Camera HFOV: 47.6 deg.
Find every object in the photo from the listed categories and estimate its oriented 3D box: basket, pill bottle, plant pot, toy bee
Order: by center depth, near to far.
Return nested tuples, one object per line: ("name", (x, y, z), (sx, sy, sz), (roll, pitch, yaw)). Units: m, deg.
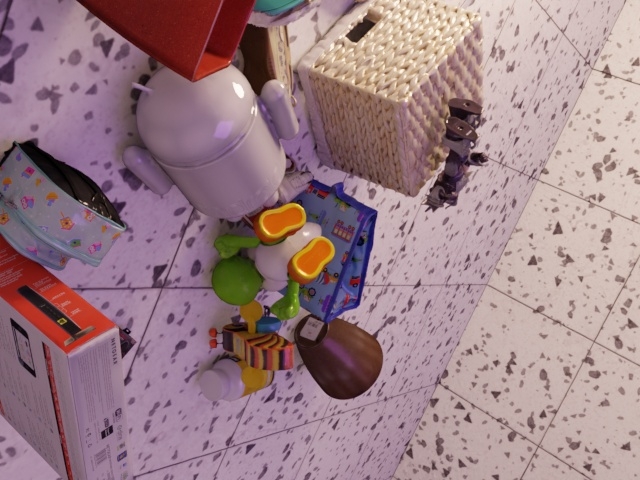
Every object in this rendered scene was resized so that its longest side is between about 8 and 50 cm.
("plant pot", (-0.197, -0.387, 0.933), (0.267, 0.236, 0.267), (-78, -167, -72))
("pill bottle", (-0.135, -0.071, 1.524), (0.086, 0.086, 0.152), (-55, 151, -10))
("basket", (0.168, -0.322, 1.593), (0.328, 0.266, 0.331), (-49, 150, -21))
("toy bee", (-0.168, 0.239, 1.656), (0.162, 0.195, 0.298), (-4, 170, -16))
("pill bottle", (-0.201, 0.329, 1.758), (0.184, 0.103, 0.103), (-9, 123, -54))
("plant pot", (0.029, 0.299, 2.017), (0.215, 0.215, 0.230), (-54, 135, -12))

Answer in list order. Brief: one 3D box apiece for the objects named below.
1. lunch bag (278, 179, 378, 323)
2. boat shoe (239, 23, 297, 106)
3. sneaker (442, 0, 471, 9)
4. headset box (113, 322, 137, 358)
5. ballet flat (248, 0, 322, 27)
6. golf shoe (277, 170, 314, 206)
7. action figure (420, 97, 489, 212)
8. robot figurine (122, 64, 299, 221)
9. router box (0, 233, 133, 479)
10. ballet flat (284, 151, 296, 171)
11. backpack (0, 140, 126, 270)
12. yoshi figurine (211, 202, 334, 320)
("lunch bag", (0.000, 0.000, 1.657), (0.138, 0.221, 0.293), (-21, 133, -49))
("boat shoe", (-0.089, -0.321, 1.355), (0.089, 0.105, 0.285), (-40, 142, -39))
("sneaker", (0.280, -0.550, 1.758), (0.091, 0.094, 0.258), (42, 74, -42))
("headset box", (-0.402, 0.204, 1.410), (0.083, 0.032, 0.062), (-50, 149, -15))
("ballet flat", (-0.011, -0.491, 1.262), (0.409, 0.147, 0.147), (-60, 152, -22))
("golf shoe", (-0.060, -0.124, 1.547), (0.086, 0.069, 0.176), (-31, -174, 12))
("action figure", (0.293, -0.161, 1.564), (0.185, 0.099, 0.285), (-55, 157, -30))
("robot figurine", (-0.182, -0.173, 1.243), (0.300, 0.199, 0.353), (-27, 147, 2))
("router box", (-0.419, 0.197, 1.105), (0.082, 0.301, 0.335), (-31, 140, -40))
("ballet flat", (-0.103, -0.180, 1.510), (0.168, 0.052, 0.057), (13, 103, -59))
("backpack", (-0.386, -0.039, 1.060), (0.144, 0.188, 0.166), (-57, 151, -7))
("yoshi figurine", (-0.123, 0.058, 1.492), (0.362, 0.203, 0.203), (143, -43, -66))
